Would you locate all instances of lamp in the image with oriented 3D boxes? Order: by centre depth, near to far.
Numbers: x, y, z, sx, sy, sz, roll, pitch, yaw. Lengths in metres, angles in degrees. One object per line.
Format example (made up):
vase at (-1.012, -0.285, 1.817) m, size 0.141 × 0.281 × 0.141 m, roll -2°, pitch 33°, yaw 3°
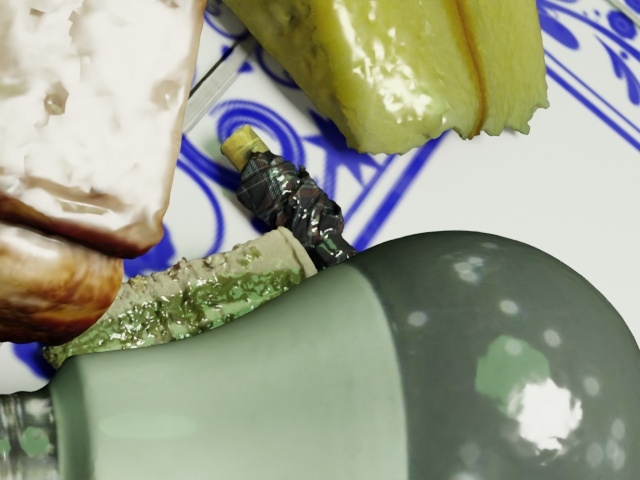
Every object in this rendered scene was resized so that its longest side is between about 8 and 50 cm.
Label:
lamp at (-0.008, 0.102, 0.859) m, size 0.314 × 0.182 × 0.182 m, roll -14°, pitch 60°, yaw -6°

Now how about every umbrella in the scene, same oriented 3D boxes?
umbrella at (0.000, 0.000, 1.005) m, size 0.037 × 0.040 × 0.144 m, roll -33°, pitch 78°, yaw -35°

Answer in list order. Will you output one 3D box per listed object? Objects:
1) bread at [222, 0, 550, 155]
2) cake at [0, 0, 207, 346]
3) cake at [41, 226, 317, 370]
bread at (-0.024, -0.213, 1.155) m, size 0.233 × 0.245 × 0.361 m, roll -21°, pitch 101°, yaw -47°
cake at (-0.164, -0.091, 0.820) m, size 0.199 × 0.196 × 0.293 m, roll 14°, pitch 81°, yaw -27°
cake at (-0.069, 0.040, 0.930) m, size 0.140 × 0.055 × 0.051 m, roll -19°, pitch 69°, yaw -26°
